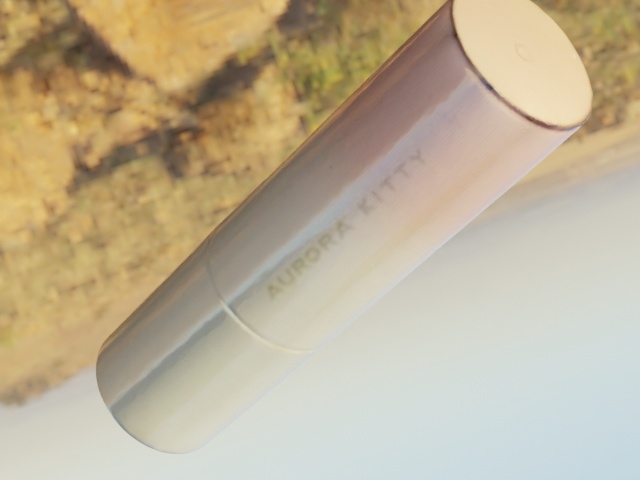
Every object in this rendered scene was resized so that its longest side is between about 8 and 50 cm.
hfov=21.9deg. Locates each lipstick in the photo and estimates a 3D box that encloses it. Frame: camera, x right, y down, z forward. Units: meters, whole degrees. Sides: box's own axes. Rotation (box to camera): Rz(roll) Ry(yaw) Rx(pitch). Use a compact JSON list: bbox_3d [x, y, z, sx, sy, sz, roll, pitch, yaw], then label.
[{"bbox_3d":[0.000,0.000,0.861,0.087,0.087,0.327,-16,160,-49],"label":"lipstick"}]
